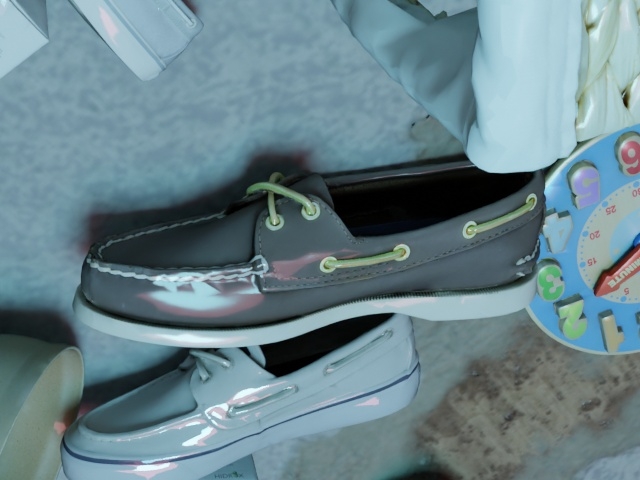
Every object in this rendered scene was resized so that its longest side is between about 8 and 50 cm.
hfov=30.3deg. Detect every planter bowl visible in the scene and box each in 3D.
[{"bbox_3d":[-0.240,0.131,0.784,0.109,0.162,0.162,18,119,5],"label":"planter bowl"}]

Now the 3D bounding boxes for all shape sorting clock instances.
[{"bbox_3d":[0.244,0.000,0.886,0.206,0.040,0.206,-7,124,-11],"label":"shape sorting clock"}]

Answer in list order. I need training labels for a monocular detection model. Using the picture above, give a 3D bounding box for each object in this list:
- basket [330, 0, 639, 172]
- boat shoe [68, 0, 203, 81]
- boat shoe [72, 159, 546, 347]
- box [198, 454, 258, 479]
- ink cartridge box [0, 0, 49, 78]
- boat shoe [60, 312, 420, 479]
[{"bbox_3d":[0.124,-0.262,0.516,0.266,0.328,0.331,-14,124,-11],"label":"basket"},{"bbox_3d":[-0.130,-0.171,0.663,0.063,0.066,0.184,-40,122,-5],"label":"boat shoe"},{"bbox_3d":[0.000,0.000,0.779,0.324,0.116,0.096,-4,118,-17],"label":"boat shoe"},{"bbox_3d":[-0.106,0.193,0.888,0.102,0.087,0.101,1,121,-15],"label":"box"},{"bbox_3d":[-0.219,-0.108,0.654,0.135,0.099,0.056,-35,124,9],"label":"ink cartridge box"},{"bbox_3d":[-0.056,0.100,0.838,0.268,0.096,0.088,-12,118,-10],"label":"boat shoe"}]
